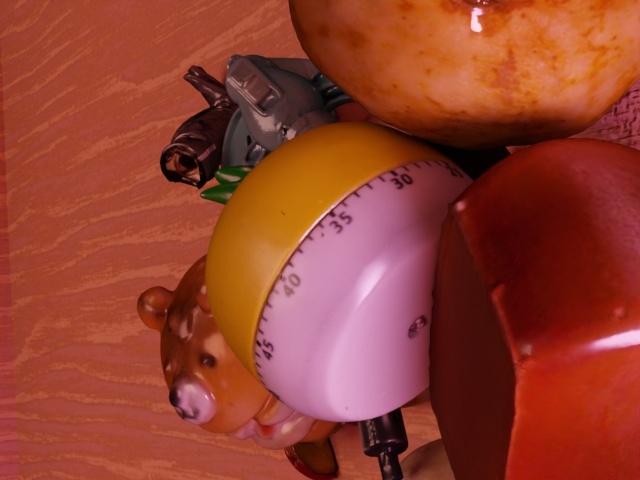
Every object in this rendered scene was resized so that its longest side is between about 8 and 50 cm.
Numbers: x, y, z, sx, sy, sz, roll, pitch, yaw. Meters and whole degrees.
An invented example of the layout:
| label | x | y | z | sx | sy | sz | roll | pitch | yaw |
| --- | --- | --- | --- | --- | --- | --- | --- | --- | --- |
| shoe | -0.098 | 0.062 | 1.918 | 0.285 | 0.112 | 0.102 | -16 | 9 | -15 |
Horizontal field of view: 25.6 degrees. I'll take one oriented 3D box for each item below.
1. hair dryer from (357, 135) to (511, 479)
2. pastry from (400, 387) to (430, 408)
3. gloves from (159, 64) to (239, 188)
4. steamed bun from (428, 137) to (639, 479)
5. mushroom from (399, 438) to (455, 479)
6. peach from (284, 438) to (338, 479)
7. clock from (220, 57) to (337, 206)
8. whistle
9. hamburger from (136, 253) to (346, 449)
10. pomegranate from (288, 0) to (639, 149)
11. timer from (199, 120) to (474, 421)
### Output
| label | x | y | z | sx | sy | sz | roll | pitch | yaw |
| --- | --- | --- | --- | --- | --- | --- | --- | --- | --- |
| hair dryer | 0.102 | 0.074 | 1.459 | 0.320 | 0.156 | 0.284 | -45 | 65 | 33 |
| pastry | 0.062 | 0.142 | 1.611 | 0.156 | 0.156 | 0.092 | 149 | 122 | -60 |
| gloves | -0.175 | -0.161 | 2.072 | 0.142 | 0.119 | 0.285 | -43 | 25 | 30 |
| steamed bun | 0.232 | 0.097 | 1.148 | 0.379 | 0.248 | 0.235 | 87 | 168 | -49 |
| mushroom | 0.134 | 0.314 | 1.420 | 0.246 | 0.202 | 0.246 | -24 | 62 | 55 |
| peach | -0.011 | 0.285 | 1.879 | 0.083 | 0.077 | 0.050 | 36 | 132 | 4 |
| clock | -0.062 | -0.095 | 1.909 | 0.274 | 0.094 | 0.223 | -53 | 44 | 50 |
| whistle | -0.027 | -0.142 | 1.726 | 0.186 | 0.093 | 0.274 | -47 | 65 | 7 |
| hamburger | -0.093 | 0.125 | 1.788 | 0.276 | 0.237 | 0.276 | -29 | 54 | 48 |
| pomegranate | 0.147 | -0.268 | 1.221 | 0.410 | 0.410 | 0.410 | 6 | 97 | 63 |
| timer | 0.000 | 0.000 | 1.270 | 0.285 | 0.285 | 0.285 | 6 | 97 | 63 |
